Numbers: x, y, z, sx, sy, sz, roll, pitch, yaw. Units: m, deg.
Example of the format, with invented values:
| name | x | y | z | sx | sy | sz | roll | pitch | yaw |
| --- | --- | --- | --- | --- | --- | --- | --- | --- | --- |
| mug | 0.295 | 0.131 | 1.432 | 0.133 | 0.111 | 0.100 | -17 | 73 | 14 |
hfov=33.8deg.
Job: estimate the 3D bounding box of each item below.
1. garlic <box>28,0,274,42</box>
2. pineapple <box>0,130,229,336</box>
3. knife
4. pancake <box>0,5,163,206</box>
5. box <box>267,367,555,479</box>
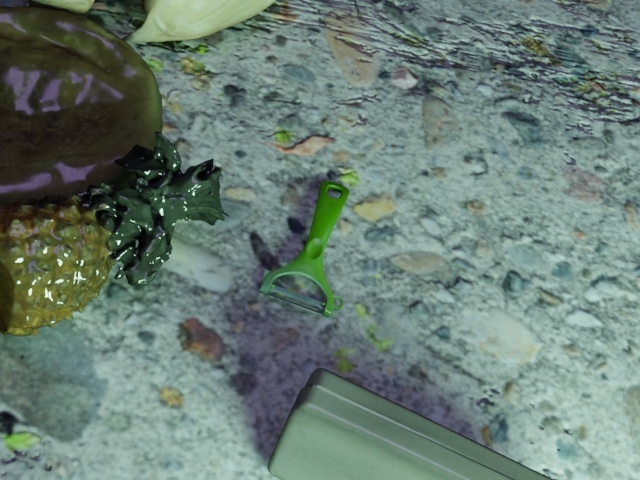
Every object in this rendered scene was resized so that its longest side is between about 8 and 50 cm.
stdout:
| name | x | y | z | sx | sy | sz | roll | pitch | yaw |
| --- | --- | --- | --- | --- | --- | --- | --- | --- | --- |
| garlic | -0.174 | -0.354 | 1.134 | 0.249 | 0.286 | 0.313 | -16 | 35 | 26 |
| pineapple | -0.180 | -0.013 | 0.888 | 0.237 | 0.119 | 0.111 | -27 | 27 | -36 |
| knife | 0.001 | -0.001 | 0.998 | 0.078 | 0.022 | 0.166 | 24 | 49 | -5 |
| pancake | -0.289 | -0.126 | 0.989 | 0.294 | 0.049 | 0.294 | 9 | 51 | -11 |
| box | 0.084 | 0.190 | 0.811 | 0.244 | 0.103 | 0.055 | 26 | 43 | 4 |
